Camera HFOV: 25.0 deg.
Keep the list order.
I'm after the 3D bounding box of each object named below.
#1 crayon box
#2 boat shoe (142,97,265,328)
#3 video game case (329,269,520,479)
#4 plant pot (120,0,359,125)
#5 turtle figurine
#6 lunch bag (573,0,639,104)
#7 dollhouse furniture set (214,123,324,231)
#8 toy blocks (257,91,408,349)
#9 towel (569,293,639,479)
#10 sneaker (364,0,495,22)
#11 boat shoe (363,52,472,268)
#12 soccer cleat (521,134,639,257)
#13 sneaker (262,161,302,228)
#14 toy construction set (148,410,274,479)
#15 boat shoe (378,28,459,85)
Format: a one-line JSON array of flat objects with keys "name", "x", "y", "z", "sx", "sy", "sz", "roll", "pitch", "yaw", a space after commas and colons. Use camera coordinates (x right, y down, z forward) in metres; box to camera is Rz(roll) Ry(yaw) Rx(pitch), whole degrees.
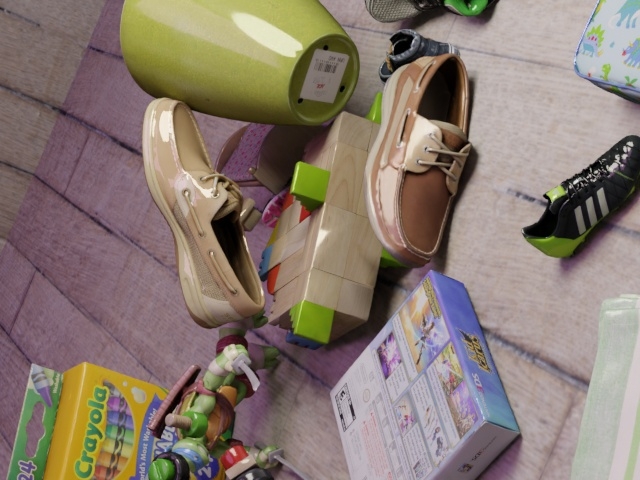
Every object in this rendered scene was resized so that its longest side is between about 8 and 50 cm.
[{"name": "crayon box", "x": -0.297, "y": 0.317, "z": 2.190, "sx": 0.083, "sy": 0.323, "sz": 0.203, "roll": -28, "pitch": 48, "yaw": 51}, {"name": "boat shoe", "x": -0.159, "y": -0.049, "z": 2.072, "sx": 0.110, "sy": 0.122, "sz": 0.341, "roll": -17, "pitch": 89, "yaw": 29}, {"name": "video game case", "x": 0.122, "y": 0.213, "z": 1.802, "sx": 0.244, "sy": 0.061, "sz": 0.269, "roll": -53, "pitch": 31, "yaw": 29}, {"name": "plant pot", "x": -0.092, "y": -0.279, "z": 2.074, "sx": 0.293, "sy": 0.275, "sz": 0.274, "roll": 31, "pitch": 98, "yaw": 40}, {"name": "turtle figurine", "x": -0.095, "y": 0.225, "z": 2.083, "sx": 0.275, "sy": 0.198, "sz": 0.266, "roll": -31, "pitch": 29, "yaw": 35}, {"name": "lunch bag", "x": 0.392, "y": -0.234, "z": 1.609, "sx": 0.219, "sy": 0.090, "sz": 0.176, "roll": 32, "pitch": 100, "yaw": 62}, {"name": "dollhouse furniture set", "x": -0.143, "y": -0.202, "z": 2.345, "sx": 0.355, "sy": 0.174, "sz": 0.303, "roll": -56, "pitch": 23, "yaw": -17}, {"name": "toy blocks", "x": 0.000, "y": 0.000, "z": 2.085, "sx": 0.261, "sy": 0.191, "sz": 0.381, "roll": 143, "pitch": 142, "yaw": -62}, {"name": "towel", "x": 0.373, "y": 0.162, "z": 1.419, "sx": 0.325, "sy": 0.038, "sz": 0.247, "roll": -10, "pitch": 63, "yaw": 58}, {"name": "sneaker", "x": 0.172, "y": -0.382, "z": 2.062, "sx": 0.343, "sy": 0.134, "sz": 0.146, "roll": -21, "pitch": 54, "yaw": 54}, {"name": "boat shoe", "x": 0.140, "y": -0.120, "z": 1.950, "sx": 0.116, "sy": 0.123, "sz": 0.324, "roll": -30, "pitch": 48, "yaw": 47}, {"name": "soccer cleat", "x": 0.303, "y": -0.052, "z": 1.656, "sx": 0.179, "sy": 0.072, "sz": 0.060, "roll": -54, "pitch": 31, "yaw": 25}, {"name": "sneaker", "x": -0.036, "y": -0.094, "z": 2.306, "sx": 0.170, "sy": 0.063, "sz": 0.075, "roll": -53, "pitch": 28, "yaw": 21}, {"name": "toy construction set", "x": -0.074, "y": 0.407, "z": 1.894, "sx": 0.309, "sy": 0.237, "sz": 0.257, "roll": 23, "pitch": 90, "yaw": 37}, {"name": "boat shoe", "x": 0.121, "y": -0.272, "z": 2.126, "sx": 0.183, "sy": 0.083, "sz": 0.065, "roll": -7, "pitch": 65, "yaw": 60}]
